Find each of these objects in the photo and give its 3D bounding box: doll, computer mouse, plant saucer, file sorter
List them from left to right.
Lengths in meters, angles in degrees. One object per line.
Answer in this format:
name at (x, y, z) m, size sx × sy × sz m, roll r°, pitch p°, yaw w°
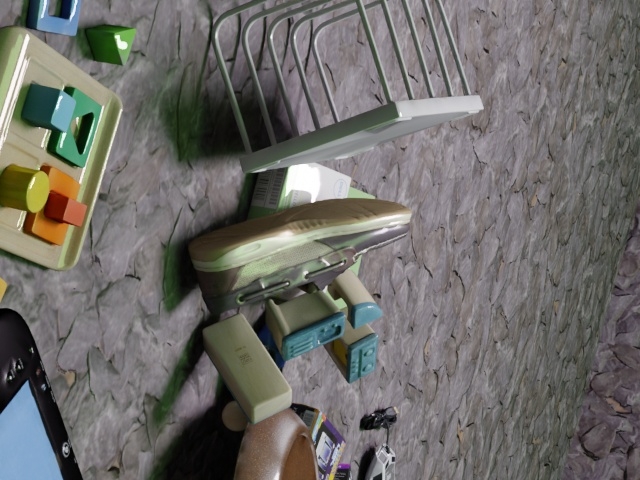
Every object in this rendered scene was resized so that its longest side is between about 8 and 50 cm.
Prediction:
doll at (-0.075, 0.156, 1.748) m, size 0.189 × 0.046 × 0.129 m, roll -61°, pitch 144°, yaw -39°
plant saucer at (-0.048, 0.341, 1.699) m, size 0.310 × 0.050 × 0.310 m, roll 1°, pitch 90°, yaw -77°
file sorter at (0.032, -0.193, 1.608) m, size 0.278 × 0.193 × 0.173 m, roll -14°, pitch 88°, yaw -65°
computer mouse at (0.089, 0.356, 2.232) m, size 0.106 × 0.042 × 0.193 m, roll -18°, pitch 112°, yaw -69°

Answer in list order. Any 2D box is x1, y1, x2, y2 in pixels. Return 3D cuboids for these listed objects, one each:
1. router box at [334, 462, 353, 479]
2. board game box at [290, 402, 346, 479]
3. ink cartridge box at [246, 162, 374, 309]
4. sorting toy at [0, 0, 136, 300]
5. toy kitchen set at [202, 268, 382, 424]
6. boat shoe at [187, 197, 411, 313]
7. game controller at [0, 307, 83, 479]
router box at (0.025, 0.431, 2.072) m, size 0.133 × 0.046 × 0.179 m, roll -77°, pitch 163°, yaw -47°
board game box at (-0.029, 0.324, 1.934) m, size 0.141 × 0.048 × 0.170 m, roll 61°, pitch 46°, yaw -60°
ink cartridge box at (0.000, 0.000, 1.761) m, size 0.235 × 0.056 × 0.171 m, roll 19°, pitch 83°, yaw -48°
sorting toy at (-0.240, -0.072, 1.258) m, size 0.196 × 0.047 × 0.347 m, roll 32°, pitch 72°, yaw -66°
toy kitchen set at (-0.019, 0.152, 1.690) m, size 0.207 × 0.122 × 0.166 m, roll -24°, pitch 148°, yaw -18°
boat shoe at (-0.019, 0.015, 1.627) m, size 0.285 × 0.103 × 0.092 m, roll -15°, pitch 110°, yaw -34°
game controller at (-0.259, 0.220, 1.226) m, size 0.166 × 0.067 × 0.319 m, roll -50°, pitch 134°, yaw -51°
